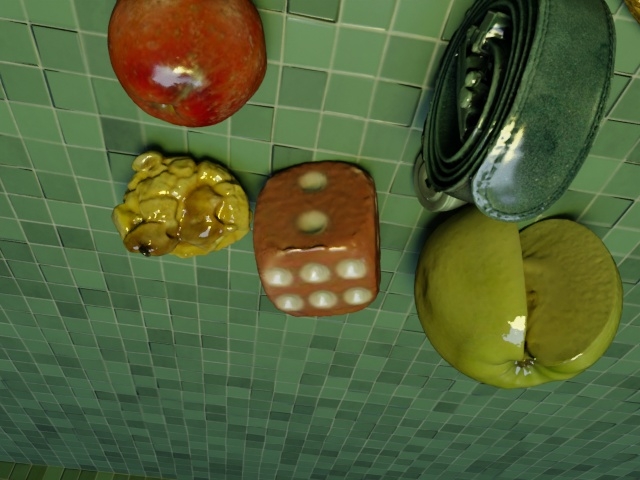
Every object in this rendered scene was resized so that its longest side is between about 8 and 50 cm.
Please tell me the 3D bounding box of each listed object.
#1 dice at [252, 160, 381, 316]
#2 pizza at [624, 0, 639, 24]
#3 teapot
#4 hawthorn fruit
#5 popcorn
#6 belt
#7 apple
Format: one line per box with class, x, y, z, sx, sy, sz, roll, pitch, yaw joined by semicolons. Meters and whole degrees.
dice;0.000;0.000;0.733;0.175;0.179;0.174;-1;137;10
pizza;0.439;-0.303;0.449;0.288;0.075;0.280;-32;130;30
teapot;0.197;-0.085;0.677;0.091;0.124;0.092;-8;111;-21
hawthorn fruit;-0.141;-0.204;0.530;0.173;0.172;0.172;2;137;2
popcorn;-0.209;-0.050;0.730;0.194;0.163;0.140;-20;162;-19
belt;0.194;-0.139;0.502;0.116;0.267;0.206;16;160;-12
apple;0.290;0.082;0.741;0.292;0.254;0.292;5;141;4
